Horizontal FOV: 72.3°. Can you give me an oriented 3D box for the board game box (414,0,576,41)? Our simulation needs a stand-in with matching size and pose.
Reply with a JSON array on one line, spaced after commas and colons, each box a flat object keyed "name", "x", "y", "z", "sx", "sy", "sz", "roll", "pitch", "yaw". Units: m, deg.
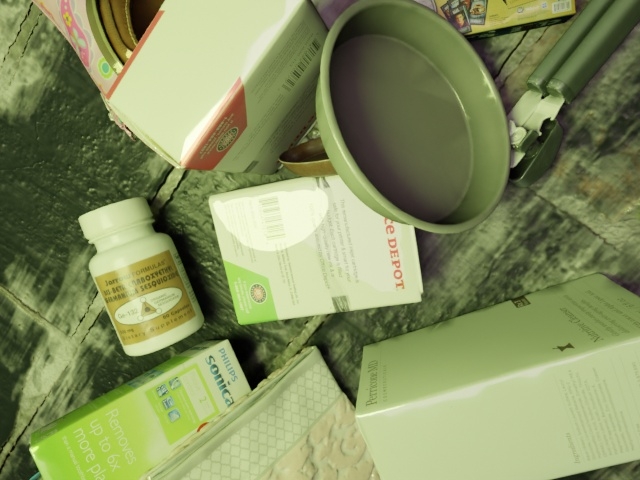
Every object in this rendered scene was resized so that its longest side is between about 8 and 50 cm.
[{"name": "board game box", "x": 0.203, "y": -0.360, "z": 0.593, "sx": 0.244, "sy": 0.042, "sz": 0.164, "roll": -7, "pitch": 100, "yaw": 10}]

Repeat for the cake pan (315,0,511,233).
[{"name": "cake pan", "x": 0.115, "y": -0.147, "z": 0.533, "sx": 0.294, "sy": 0.054, "sz": 0.292, "roll": 7, "pitch": 76, "yaw": -30}]

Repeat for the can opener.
[{"name": "can opener", "x": 0.329, "y": -0.209, "z": 0.598, "sx": 0.093, "sy": 0.074, "sz": 0.280, "roll": 23, "pitch": 108, "yaw": -31}]

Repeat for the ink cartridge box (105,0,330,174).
[{"name": "ink cartridge box", "x": -0.085, "y": -0.195, "z": 0.547, "sx": 0.117, "sy": 0.283, "sz": 0.207, "roll": 41, "pitch": 104, "yaw": 5}]

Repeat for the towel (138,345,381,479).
[{"name": "towel", "x": -0.047, "y": 0.376, "z": 0.654, "sx": 0.053, "sy": 0.332, "sz": 0.316, "roll": -23, "pitch": 99, "yaw": 56}]

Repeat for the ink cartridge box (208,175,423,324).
[{"name": "ink cartridge box", "x": 0.000, "y": 0.000, "z": 0.654, "sx": 0.273, "sy": 0.115, "sz": 0.198, "roll": -9, "pitch": 100, "yaw": 10}]

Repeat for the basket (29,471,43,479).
[{"name": "basket", "x": -0.424, "y": 0.477, "z": 0.739, "sx": 0.289, "sy": 0.255, "sz": 0.201, "roll": -35, "pitch": 96, "yaw": 2}]

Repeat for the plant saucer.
[{"name": "plant saucer", "x": 0.027, "y": -0.121, "z": 0.606, "sx": 0.169, "sy": 0.168, "sz": 0.029, "roll": -10, "pitch": 114, "yaw": 11}]

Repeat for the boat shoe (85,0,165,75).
[{"name": "boat shoe", "x": -0.209, "y": -0.310, "z": 0.558, "sx": 0.105, "sy": 0.110, "sz": 0.307, "roll": -23, "pitch": 55, "yaw": 14}]

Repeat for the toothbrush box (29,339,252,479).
[{"name": "toothbrush box", "x": -0.238, "y": 0.306, "z": 0.658, "sx": 0.122, "sy": 0.283, "sz": 0.206, "roll": -22, "pitch": 92, "yaw": 54}]

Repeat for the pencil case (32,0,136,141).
[{"name": "pencil case", "x": -0.315, "y": -0.295, "z": 0.647, "sx": 0.124, "sy": 0.124, "sz": 0.284, "roll": -32, "pitch": 95, "yaw": 13}]

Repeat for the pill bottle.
[{"name": "pill bottle", "x": -0.288, "y": 0.054, "z": 0.701, "sx": 0.131, "sy": 0.131, "sz": 0.229, "roll": -19, "pitch": 97, "yaw": 12}]

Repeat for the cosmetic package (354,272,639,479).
[{"name": "cosmetic package", "x": 0.254, "y": 0.197, "z": 0.603, "sx": 0.385, "sy": 0.217, "sz": 0.156, "roll": -19, "pitch": 97, "yaw": 10}]
